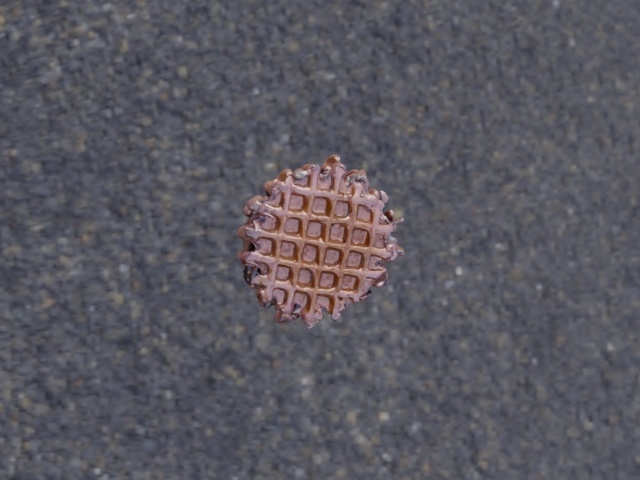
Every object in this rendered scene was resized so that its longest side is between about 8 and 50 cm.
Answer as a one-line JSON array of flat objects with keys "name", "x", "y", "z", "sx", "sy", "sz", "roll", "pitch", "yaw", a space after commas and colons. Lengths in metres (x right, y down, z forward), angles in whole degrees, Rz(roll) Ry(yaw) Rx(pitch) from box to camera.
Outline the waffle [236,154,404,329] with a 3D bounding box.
[{"name": "waffle", "x": 0.000, "y": 0.000, "z": 0.633, "sx": 0.083, "sy": 0.029, "sz": 0.075, "roll": -31, "pitch": 107, "yaw": -10}]
